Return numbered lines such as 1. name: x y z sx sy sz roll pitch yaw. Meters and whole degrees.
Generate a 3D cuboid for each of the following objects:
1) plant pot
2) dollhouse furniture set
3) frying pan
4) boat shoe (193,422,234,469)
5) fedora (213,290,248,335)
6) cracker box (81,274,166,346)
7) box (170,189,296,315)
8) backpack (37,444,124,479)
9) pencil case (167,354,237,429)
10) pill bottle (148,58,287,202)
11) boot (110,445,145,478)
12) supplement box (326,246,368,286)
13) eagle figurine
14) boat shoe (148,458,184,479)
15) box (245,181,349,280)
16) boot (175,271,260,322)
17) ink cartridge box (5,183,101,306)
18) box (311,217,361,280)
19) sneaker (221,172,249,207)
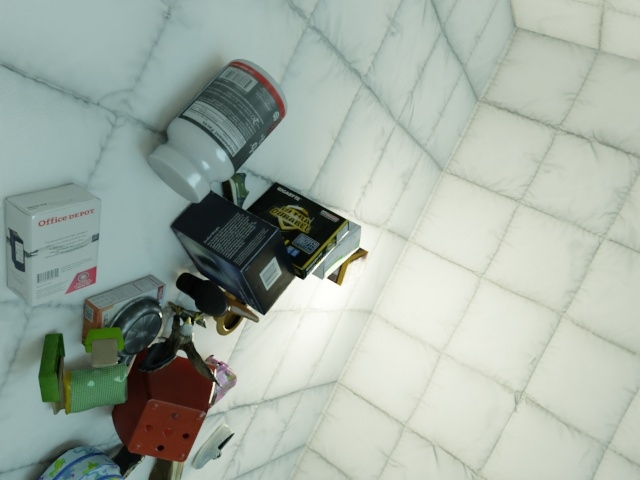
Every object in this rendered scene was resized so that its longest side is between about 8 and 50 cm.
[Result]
1. plant pot: -0.479 0.528 1.744 0.267 0.236 0.267 22 98 -22
2. dollhouse furniture set: -0.619 0.396 1.492 0.197 0.151 0.302 -2 127 -19
3. frying pan: -0.558 0.305 1.588 0.326 0.053 0.197 -57 156 -11
4. boat shoe: -0.468 0.923 2.482 0.227 0.081 0.079 -51 153 -23
5. fedora: -0.340 0.248 2.048 0.194 0.079 0.194 -44 146 -42
6. cracker box: -0.560 0.208 1.606 0.232 0.067 0.156 -22 136 -53
7. box: -0.261 0.041 1.732 0.183 0.294 0.296 -49 152 -21
8. backpack: -0.752 0.795 1.668 0.356 0.273 0.290 -67 151 -20
9. pencil case: -0.483 0.589 2.033 0.386 0.160 0.167 -41 115 -36
10. pill bottle: -0.270 -0.288 1.486 0.363 0.210 0.210 -52 153 -19
11. boot: -0.710 0.797 1.909 0.178 0.085 0.236 -45 179 8
12. supplement box: 0.078 0.085 2.534 0.191 0.194 0.129 -23 135 -53
13. eagle figurine: -0.424 0.328 1.731 0.225 0.226 0.298 70 8 -46
14. boat shoe: -0.583 0.898 2.194 0.110 0.121 0.341 -15 127 -56
15. box: -0.105 -0.039 1.916 0.257 0.322 0.079 -47 153 -27
16. boot: -0.300 0.219 1.800 0.280 0.264 0.096 39 71 -43
17. ink cartridge box: -0.606 0.006 1.275 0.172 0.100 0.237 -26 138 -52
18. box: 0.000 0.000 2.261 0.262 0.231 0.127 -40 147 -39
19. sneaker: -0.264 -0.136 1.818 0.086 0.064 0.192 -35 141 -35
